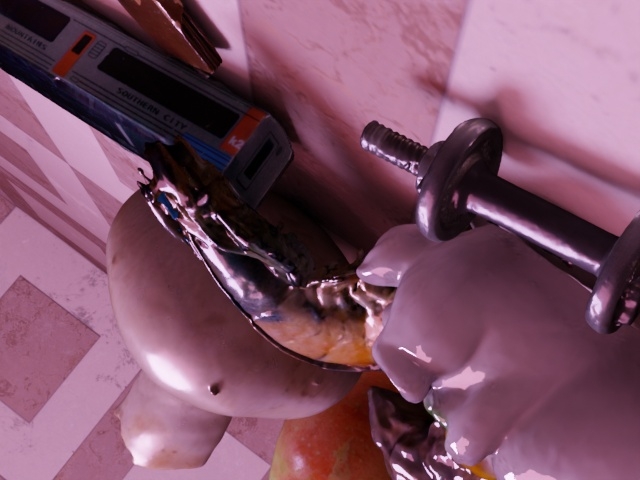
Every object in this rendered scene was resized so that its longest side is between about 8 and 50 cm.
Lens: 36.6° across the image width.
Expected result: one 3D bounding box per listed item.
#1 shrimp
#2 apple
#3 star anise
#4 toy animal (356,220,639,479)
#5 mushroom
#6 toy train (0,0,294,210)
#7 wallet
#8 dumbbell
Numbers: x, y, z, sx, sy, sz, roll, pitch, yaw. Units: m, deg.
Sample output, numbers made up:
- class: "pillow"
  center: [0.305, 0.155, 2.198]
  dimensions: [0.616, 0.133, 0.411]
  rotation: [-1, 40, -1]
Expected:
- class: "shrimp"
  center: [0.000, 0.000, 0.749]
  dimensions: [0.222, 0.054, 0.290]
  rotation: [-30, 119, 36]
- class: "apple"
  center: [0.082, 0.317, 1.273]
  dimensions: [0.277, 0.319, 0.319]
  rotation: [13, 160, 13]
- class: "star anise"
  center: [0.143, 0.243, 0.840]
  dimensions: [0.315, 0.315, 0.108]
  rotation: [28, -156, 35]
- class: "toy animal"
  center: [0.166, 0.110, 0.622]
  dimensions: [0.325, 0.154, 0.208]
  rotation: [40, -175, 40]
- class: "mushroom"
  center: [-0.114, 0.088, 0.983]
  dimensions: [0.293, 0.290, 0.292]
  rotation: [33, -154, -18]
- class: "toy train"
  center: [-0.204, -0.157, 0.887]
  dimensions: [0.409, 0.089, 0.086]
  rotation: [32, 169, 25]
- class: "wallet"
  center: [-0.143, -0.198, 0.736]
  dimensions: [0.095, 0.026, 0.176]
  rotation: [30, 165, 49]
- class: "dumbbell"
  center: [0.127, -0.011, 0.556]
  dimensions: [0.254, 0.081, 0.081]
  rotation: [30, 164, 26]
